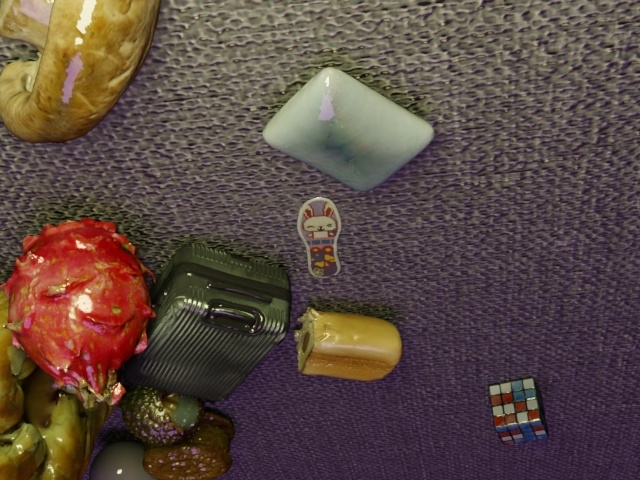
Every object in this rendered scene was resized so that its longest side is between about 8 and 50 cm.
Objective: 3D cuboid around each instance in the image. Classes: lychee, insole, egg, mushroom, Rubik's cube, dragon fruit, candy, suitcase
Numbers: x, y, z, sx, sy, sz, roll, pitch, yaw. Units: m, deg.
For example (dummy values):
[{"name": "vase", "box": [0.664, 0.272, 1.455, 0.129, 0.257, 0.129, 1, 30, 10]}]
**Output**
[{"name": "lychee", "box": [-0.289, 0.295, 1.508, 0.171, 0.171, 0.171, -1, 143, -1]}, {"name": "insole", "box": [0.000, 0.000, 1.240, 0.065, 0.004, 0.197, -2, 143, 1]}, {"name": "egg", "box": [-0.411, 0.505, 1.786, 0.146, 0.146, 0.198, -12, 154, 14]}, {"name": "mushroom", "box": [-0.258, -0.188, 0.860, 0.156, 0.151, 0.286, 21, 138, -29]}, {"name": "Rubik's cube", "box": [0.385, 0.333, 1.623, 0.092, 0.092, 0.092, -14, 141, 16]}, {"name": "dragon fruit", "box": [-0.333, 0.100, 1.159, 0.205, 0.268, 0.210, -12, 168, 1]}, {"name": "candy", "box": [0.034, -0.131, 1.010, 0.174, 0.071, 0.138, 24, 136, -31]}, {"name": "suitcase", "box": [-0.188, 0.140, 1.317, 0.202, 0.128, 0.312, 17, 140, -22]}]

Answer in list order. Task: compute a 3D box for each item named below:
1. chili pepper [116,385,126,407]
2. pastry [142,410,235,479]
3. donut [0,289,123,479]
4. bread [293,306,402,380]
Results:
[{"name": "chili pepper", "box": [-0.335, 0.311, 1.615, 0.202, 0.050, 0.052, 12, 105, -14]}, {"name": "pastry", "box": [-0.269, 0.428, 1.722, 0.189, 0.103, 0.188, -2, 143, -1]}, {"name": "donut", "box": [-0.456, 0.248, 1.300, 0.170, 0.360, 0.360, 3, 146, 20]}, {"name": "bread", "box": [0.045, 0.173, 1.405, 0.173, 0.085, 0.134, 10, 139, -12]}]
